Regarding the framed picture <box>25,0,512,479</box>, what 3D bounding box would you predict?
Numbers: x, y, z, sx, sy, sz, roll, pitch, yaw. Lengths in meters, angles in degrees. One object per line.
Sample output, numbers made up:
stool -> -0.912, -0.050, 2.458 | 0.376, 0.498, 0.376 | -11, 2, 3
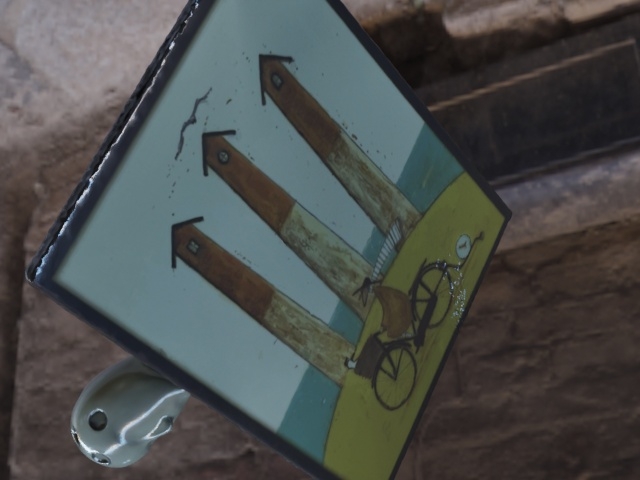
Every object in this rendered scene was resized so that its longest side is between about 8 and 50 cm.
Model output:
framed picture -> 0.000, 0.000, 0.638 | 0.013, 0.244, 0.324 | 9, 155, 43

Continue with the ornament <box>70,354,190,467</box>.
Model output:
ornament -> -0.132, 0.110, 0.829 | 0.156, 0.081, 0.075 | -52, 152, 1
